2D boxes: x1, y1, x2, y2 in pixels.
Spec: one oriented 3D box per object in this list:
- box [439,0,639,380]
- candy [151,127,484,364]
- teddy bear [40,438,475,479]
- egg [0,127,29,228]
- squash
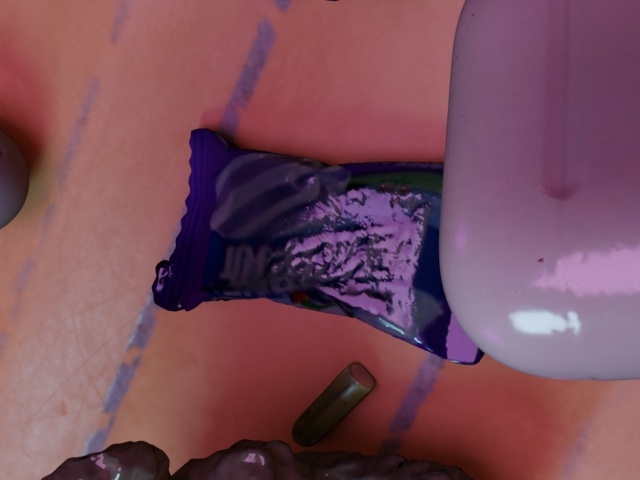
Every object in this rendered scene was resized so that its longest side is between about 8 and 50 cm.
[{"bbox_3d":[0.240,-0.064,0.688,0.349,0.141,0.288,-5,64,24],"label":"box"},{"bbox_3d":[0.000,0.000,0.897,0.275,0.070,0.145,9,96,24],"label":"candy"},{"bbox_3d":[-0.100,0.271,0.837,0.224,0.367,0.357,46,114,35],"label":"teddy bear"},{"bbox_3d":[-0.301,-0.055,0.995,0.135,0.103,0.103,18,108,21],"label":"egg"},{"bbox_3d":[0.006,0.130,0.941,0.027,0.027,0.083,46,114,9],"label":"squash"}]
